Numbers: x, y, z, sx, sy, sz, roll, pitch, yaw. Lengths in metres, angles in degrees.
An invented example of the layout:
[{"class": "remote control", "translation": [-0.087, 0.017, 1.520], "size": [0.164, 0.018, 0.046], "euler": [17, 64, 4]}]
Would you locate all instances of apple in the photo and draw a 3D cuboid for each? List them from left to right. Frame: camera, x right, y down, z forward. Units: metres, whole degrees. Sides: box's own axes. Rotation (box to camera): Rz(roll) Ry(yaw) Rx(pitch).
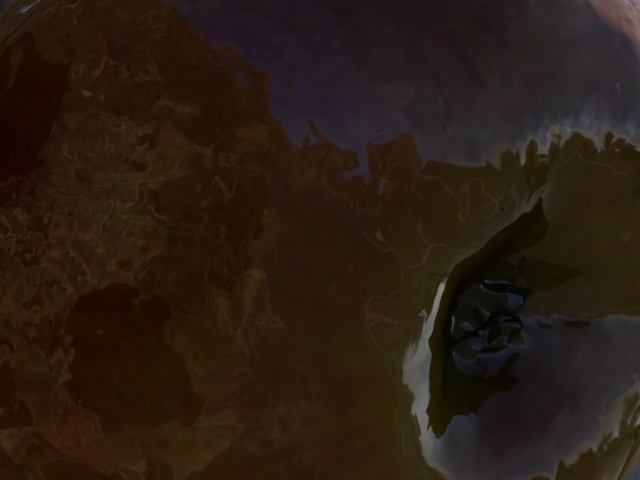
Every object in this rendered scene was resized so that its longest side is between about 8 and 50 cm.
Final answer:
[{"class": "apple", "translation": [0.000, 0.000, 0.631], "size": [0.301, 0.301, 0.301], "euler": [18, -8, 3]}]
